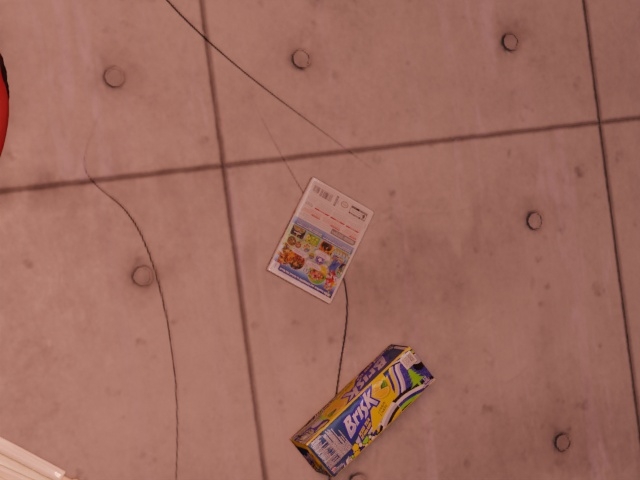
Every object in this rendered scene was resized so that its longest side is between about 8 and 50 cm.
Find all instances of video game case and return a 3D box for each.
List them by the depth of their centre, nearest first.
[{"bbox_3d":[0.000,0.000,1.605,0.087,0.011,0.122,29,78,-18],"label":"video game case"}]

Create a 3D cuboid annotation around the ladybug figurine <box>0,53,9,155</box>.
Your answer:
[{"bbox_3d":[-0.439,-0.216,1.294,0.162,0.305,0.449,-34,97,23],"label":"ladybug figurine"}]

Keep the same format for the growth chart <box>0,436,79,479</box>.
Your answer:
[{"bbox_3d":[-0.375,0.312,1.450,0.172,0.021,0.237,40,76,-15],"label":"growth chart"}]

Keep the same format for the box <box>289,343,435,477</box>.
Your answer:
[{"bbox_3d":[0.049,0.194,1.590,0.169,0.059,0.054,-41,103,-17],"label":"box"}]
